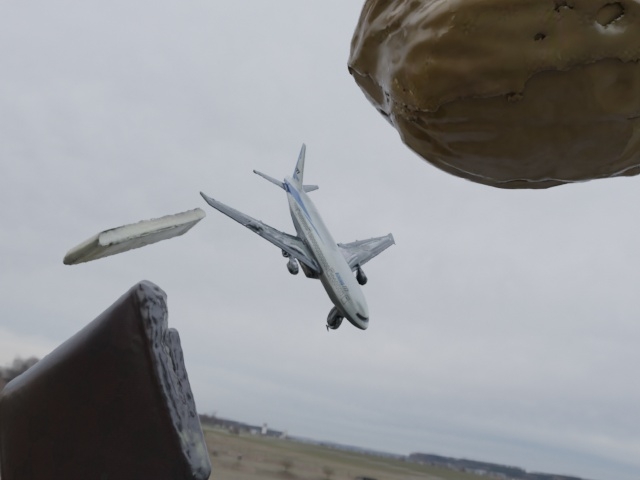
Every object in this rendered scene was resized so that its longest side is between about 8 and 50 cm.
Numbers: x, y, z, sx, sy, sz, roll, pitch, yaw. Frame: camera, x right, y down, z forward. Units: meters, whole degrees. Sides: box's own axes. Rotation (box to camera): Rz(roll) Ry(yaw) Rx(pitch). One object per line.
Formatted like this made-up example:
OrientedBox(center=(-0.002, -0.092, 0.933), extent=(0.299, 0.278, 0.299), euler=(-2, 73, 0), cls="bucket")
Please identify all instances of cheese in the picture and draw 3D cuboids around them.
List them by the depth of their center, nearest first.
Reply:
OrientedBox(center=(-0.323, -0.012, 1.140), extent=(0.085, 0.034, 0.400), euler=(-35, -2, 15), cls="cheese")

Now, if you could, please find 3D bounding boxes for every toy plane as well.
OrientedBox(center=(-0.002, 0.001, 0.588), extent=(0.226, 0.226, 0.058), euler=(11, -46, -33), cls="toy plane")

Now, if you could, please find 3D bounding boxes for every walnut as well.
OrientedBox(center=(0.137, -0.127, 0.387), extent=(0.245, 0.198, 0.198), euler=(-7, -17, -1), cls="walnut")

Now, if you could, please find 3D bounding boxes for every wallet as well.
OrientedBox(center=(-0.189, 0.156, 0.513), extent=(0.229, 0.182, 0.049), euler=(-36, -31, 26), cls="wallet")
